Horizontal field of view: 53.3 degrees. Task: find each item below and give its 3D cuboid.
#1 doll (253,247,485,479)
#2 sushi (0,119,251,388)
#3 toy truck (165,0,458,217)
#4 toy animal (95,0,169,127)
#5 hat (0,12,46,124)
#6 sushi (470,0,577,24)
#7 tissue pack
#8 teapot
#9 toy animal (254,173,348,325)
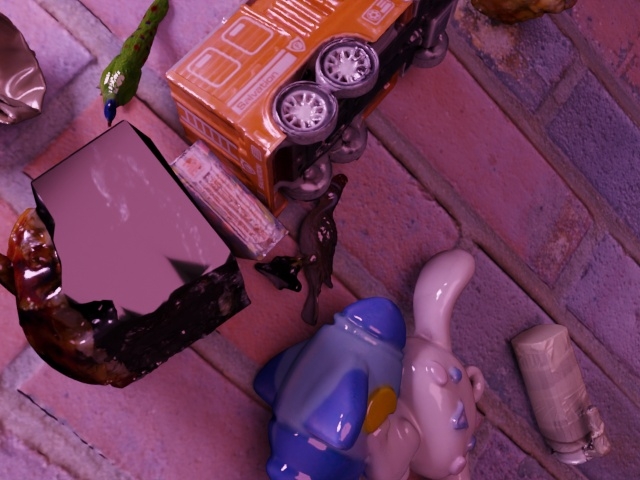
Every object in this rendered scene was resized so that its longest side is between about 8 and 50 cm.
[{"bbox_3d":[0.072,0.209,0.776,0.366,0.187,0.376,-3,70,-31],"label":"doll"},{"bbox_3d":[-0.202,0.041,0.648,0.212,0.227,0.215,-40,97,-13],"label":"sushi"},{"bbox_3d":[0.006,-0.236,0.772,0.207,0.173,0.387,37,71,13],"label":"toy truck"},{"bbox_3d":[-0.225,-0.205,0.747,0.041,0.075,0.217,29,48,-22],"label":"toy animal"},{"bbox_3d":[-0.395,-0.178,0.669,0.175,0.085,0.147,-17,106,-1],"label":"hat"},{"bbox_3d":[0.280,-0.451,0.929,0.184,0.139,0.274,-48,111,-20],"label":"sushi"},{"bbox_3d":[-0.118,-0.043,0.750,0.148,0.108,0.060,46,74,-15],"label":"tissue pack"},{"bbox_3d":[0.365,0.230,0.945,0.077,0.107,0.200,-22,96,-26],"label":"teapot"},{"bbox_3d":[-0.009,0.001,0.830,0.105,0.070,0.202,28,73,-33],"label":"toy animal"}]
